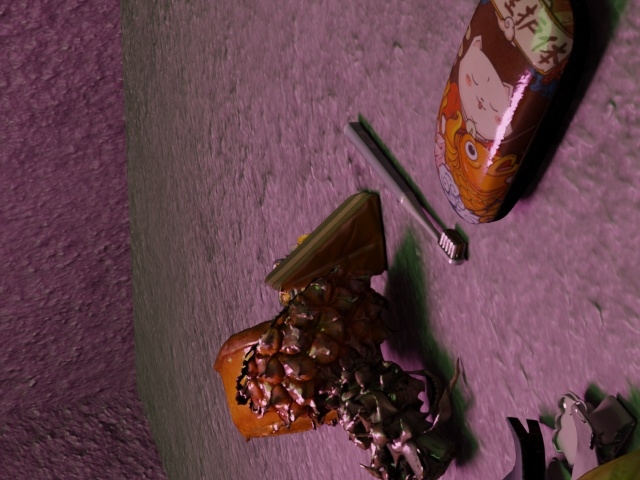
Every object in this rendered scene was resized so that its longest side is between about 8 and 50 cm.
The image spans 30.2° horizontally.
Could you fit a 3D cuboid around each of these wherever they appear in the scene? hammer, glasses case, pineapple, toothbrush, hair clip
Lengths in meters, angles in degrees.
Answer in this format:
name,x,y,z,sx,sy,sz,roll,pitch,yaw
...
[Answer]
name,x,y,z,sx,sy,sz,roll,pitch,yaw
hammer,0.204,0.289,1.356,0.290,0.037,0.137,107,170,-68
glasses case,0.179,-0.140,1.159,0.321,0.082,0.122,106,150,-53
pineapple,0.068,0.209,1.557,0.272,0.262,0.262,41,144,25
toothbrush,0.102,-0.068,1.524,0.342,0.025,0.030,-125,37,-51
hair clip,0.263,0.243,1.181,0.140,0.054,0.220,-127,29,-46

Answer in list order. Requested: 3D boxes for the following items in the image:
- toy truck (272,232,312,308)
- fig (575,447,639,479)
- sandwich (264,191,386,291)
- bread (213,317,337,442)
name,x,y,z,sx,sy,sz,roll,pitch,yaw
toy truck,0.007,0.097,1.780,0.114,0.098,0.227,-17,83,49
fig,0.263,0.224,1.011,0.160,0.143,0.230,-156,56,-78
sandwich,0.000,0.000,1.647,0.079,0.163,0.113,-159,62,-69
bread,-0.075,0.234,1.980,0.340,0.179,0.194,132,124,-67
